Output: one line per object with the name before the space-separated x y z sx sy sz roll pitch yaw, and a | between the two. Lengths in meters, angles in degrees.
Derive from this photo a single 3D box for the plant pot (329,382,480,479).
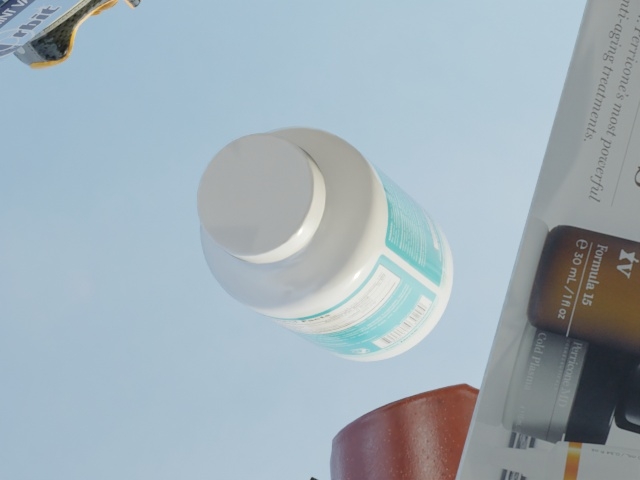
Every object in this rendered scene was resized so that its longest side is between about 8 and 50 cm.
plant pot | 0.121 0.241 1.109 0.272 0.272 0.265 6 -117 -29

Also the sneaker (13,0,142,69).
sneaker | -0.116 -0.166 0.950 0.215 0.084 0.083 -43 -59 -43

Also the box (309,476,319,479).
box | 0.034 0.279 1.588 0.137 0.027 0.094 26 -144 6

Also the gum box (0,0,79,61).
gum box | -0.164 -0.169 0.754 0.041 0.157 0.184 0 -117 -56

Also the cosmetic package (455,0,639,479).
cosmetic package | 0.234 0.036 0.811 0.284 0.377 0.097 14 177 19

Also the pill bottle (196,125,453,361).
pill bottle | 0.000 0.000 1.356 0.146 0.146 0.264 53 -173 25
